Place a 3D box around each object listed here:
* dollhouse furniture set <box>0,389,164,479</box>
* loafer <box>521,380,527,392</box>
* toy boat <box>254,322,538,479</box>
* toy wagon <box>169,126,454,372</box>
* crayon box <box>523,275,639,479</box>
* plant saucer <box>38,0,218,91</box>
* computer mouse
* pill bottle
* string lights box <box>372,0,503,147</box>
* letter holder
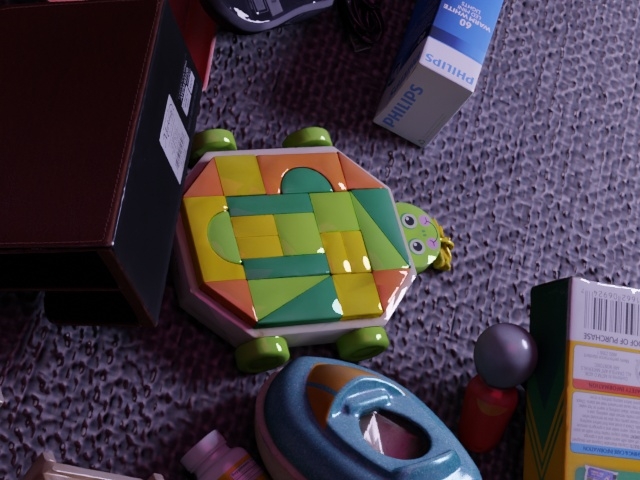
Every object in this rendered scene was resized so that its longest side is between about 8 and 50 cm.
[{"bbox_3d":[-0.254,0.285,1.419,0.355,0.174,0.303,20,28,-40],"label":"dollhouse furniture set"},{"bbox_3d":[0.308,0.169,1.740,0.223,0.076,0.078,31,60,-14],"label":"loafer"},{"bbox_3d":[0.091,0.178,1.565,0.318,0.148,0.267,-16,42,-41],"label":"toy boat"},{"bbox_3d":[0.000,0.000,1.697,0.344,0.068,0.267,-4,65,-26],"label":"toy wagon"},{"bbox_3d":[0.319,0.213,1.647,0.203,0.083,0.323,9,77,-24],"label":"crayon box"},{"bbox_3d":[-0.222,-0.317,1.745,0.258,0.047,0.259,30,53,-32],"label":"plant saucer"},{"bbox_3d":[-0.051,-0.296,1.812,0.272,0.072,0.189,-17,91,-45],"label":"computer mouse"},{"bbox_3d":[-0.082,0.243,1.528,0.116,0.065,0.065,48,55,7],"label":"pill bottle"},{"bbox_3d":[0.152,-0.253,1.866,0.076,0.133,0.260,27,56,-10],"label":"string lights box"},{"bbox_3d":[-0.259,-0.079,1.576,0.214,0.152,0.302,-1,58,13],"label":"letter holder"}]
